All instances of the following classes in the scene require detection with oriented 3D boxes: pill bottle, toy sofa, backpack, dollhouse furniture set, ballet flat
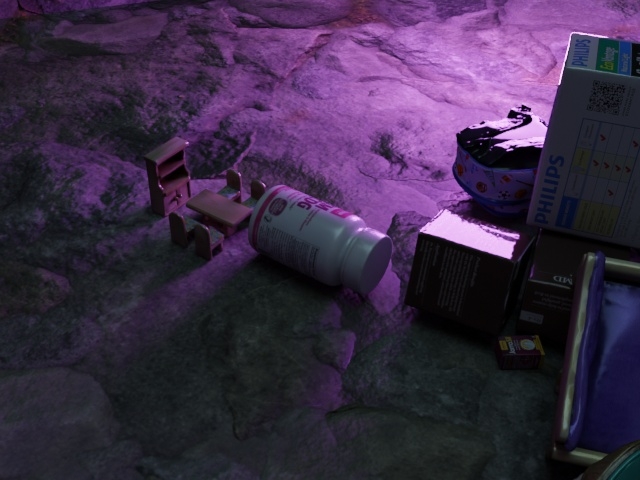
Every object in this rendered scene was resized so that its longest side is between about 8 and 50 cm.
[{"bbox_3d":[0.000,0.000,1.779,0.283,0.160,0.160,24,44,25],"label":"pill bottle"},{"bbox_3d":[0.492,0.208,1.410,0.150,0.177,0.362,11,71,10],"label":"toy sofa"},{"bbox_3d":[0.449,-0.183,1.980,0.263,0.213,0.276,-6,33,-22],"label":"backpack"},{"bbox_3d":[-0.273,-0.111,1.903,0.242,0.161,0.212,24,44,25],"label":"dollhouse furniture set"},{"bbox_3d":[0.390,0.437,1.230,0.342,0.116,0.124,-60,21,-16],"label":"ballet flat"}]

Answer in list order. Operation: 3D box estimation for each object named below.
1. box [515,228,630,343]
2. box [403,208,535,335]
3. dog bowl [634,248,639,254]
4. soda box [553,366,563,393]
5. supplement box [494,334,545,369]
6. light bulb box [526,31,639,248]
[{"bbox_3d":[0.535,0.048,1.733,0.191,0.143,0.381,12,37,14],"label":"box"},{"bbox_3d":[0.300,0.060,1.683,0.203,0.168,0.167,19,26,20],"label":"box"},{"bbox_3d":[0.863,-0.041,1.903,0.349,0.102,0.349,1,39,-1],"label":"dog bowl"},{"bbox_3d":[0.528,0.286,1.526,0.181,0.058,0.061,28,46,29],"label":"soda box"},{"bbox_3d":[0.387,0.217,1.617,0.083,0.043,0.055,-2,40,-3],"label":"supplement box"},{"bbox_3d":[0.632,-0.190,1.652,0.361,0.358,0.225,13,33,13],"label":"light bulb box"}]
